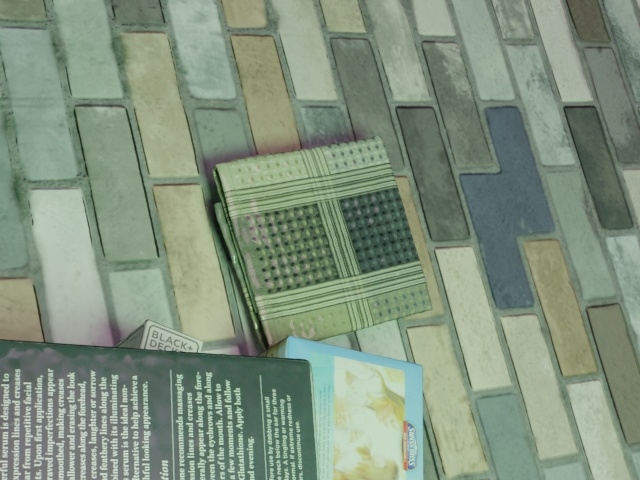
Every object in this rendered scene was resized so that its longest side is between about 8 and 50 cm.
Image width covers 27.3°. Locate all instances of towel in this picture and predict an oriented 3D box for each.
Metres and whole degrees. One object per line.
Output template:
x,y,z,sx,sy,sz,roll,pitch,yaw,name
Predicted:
0.000,0.000,2.072,0.324,0.056,0.312,-11,80,-30,towel

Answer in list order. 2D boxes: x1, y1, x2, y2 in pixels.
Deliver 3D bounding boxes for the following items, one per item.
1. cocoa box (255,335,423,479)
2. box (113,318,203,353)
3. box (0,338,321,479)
-0.005,0.342,1.840,0.231,0.228,0.347,14,62,-26,cocoa box
-0.256,0.269,1.759,0.087,0.169,0.290,23,58,-21,box
-0.237,0.262,1.493,0.395,0.293,0.212,6,66,-24,box
